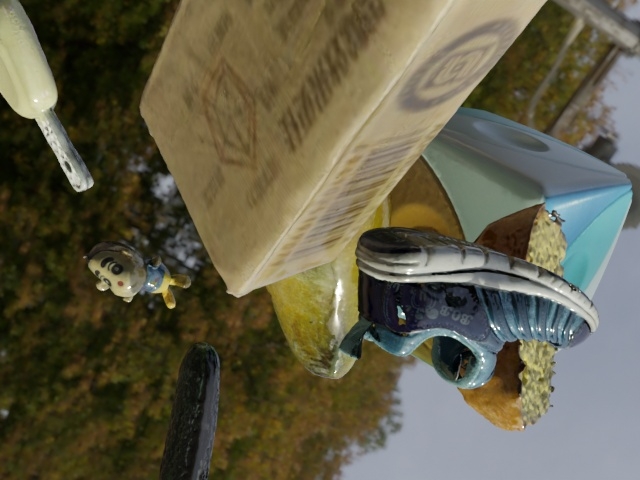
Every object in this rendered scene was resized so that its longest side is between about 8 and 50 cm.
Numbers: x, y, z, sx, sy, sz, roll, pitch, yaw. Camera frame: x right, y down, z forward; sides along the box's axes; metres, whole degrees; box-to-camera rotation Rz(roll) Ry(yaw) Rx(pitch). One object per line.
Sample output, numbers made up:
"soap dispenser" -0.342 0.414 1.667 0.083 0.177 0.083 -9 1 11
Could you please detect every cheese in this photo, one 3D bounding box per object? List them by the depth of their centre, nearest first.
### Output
"cheese" -0.330 -0.164 1.257 0.050 0.235 0.127 -34 -170 -28

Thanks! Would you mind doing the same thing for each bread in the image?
"bread" 0.205 0.089 1.251 0.134 0.129 0.260 4 -106 31

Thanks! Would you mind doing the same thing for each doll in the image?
"doll" -0.288 0.054 1.674 0.102 0.179 0.089 -52 -149 24

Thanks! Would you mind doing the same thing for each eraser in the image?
"eraser" 0.008 -0.112 0.515 0.144 0.078 0.343 61 -33 15

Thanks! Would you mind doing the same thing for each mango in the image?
"mango" 0.001 -0.005 1.247 0.176 0.176 0.329 -72 158 -56

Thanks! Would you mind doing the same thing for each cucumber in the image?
"cucumber" -0.189 0.271 1.596 0.074 0.074 0.241 13 -87 62

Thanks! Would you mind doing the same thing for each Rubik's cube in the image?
"Rubik's cube" 0.251 -0.007 1.737 0.352 0.351 0.347 31 -66 34

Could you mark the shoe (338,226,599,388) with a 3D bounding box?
"shoe" 0.111 0.054 0.789 0.091 0.207 0.106 28 -73 63
